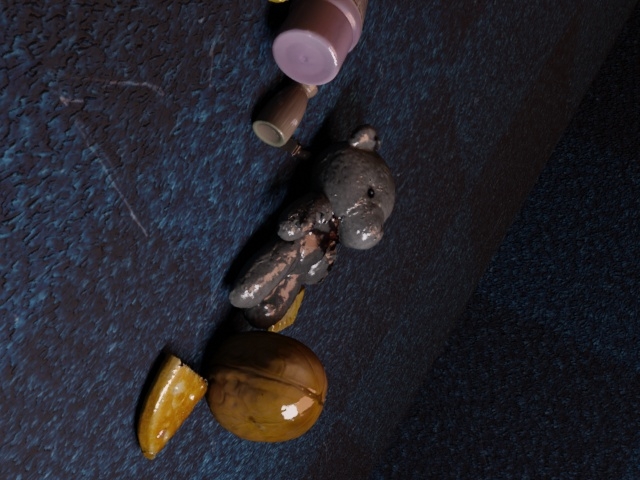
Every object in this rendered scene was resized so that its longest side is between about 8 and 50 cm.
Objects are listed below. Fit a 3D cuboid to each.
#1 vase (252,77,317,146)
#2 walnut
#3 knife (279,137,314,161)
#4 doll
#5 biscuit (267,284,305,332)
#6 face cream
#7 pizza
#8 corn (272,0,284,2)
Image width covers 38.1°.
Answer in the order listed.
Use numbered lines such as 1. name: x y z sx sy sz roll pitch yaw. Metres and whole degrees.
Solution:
1. vase: -0.045 -0.177 1.241 0.101 0.053 0.053 -57 159 -26
2. walnut: -0.086 0.222 1.410 0.167 0.207 0.167 -8 100 -56
3. knife: -0.043 -0.137 1.351 0.023 0.010 0.170 -65 158 5
4. doll: 0.007 0.001 1.426 0.340 0.158 0.246 -54 155 -21
5. biscuit: -0.060 0.120 1.606 0.083 0.018 0.081 -24 136 -59
6. face cream: 0.027 -0.324 1.208 0.154 0.096 0.274 85 24 -50
7. pizza: -0.213 0.226 1.334 0.131 0.041 0.178 -35 145 -48
8. corn: 0.000 -0.356 1.068 0.310 0.101 0.101 -43 151 -42
